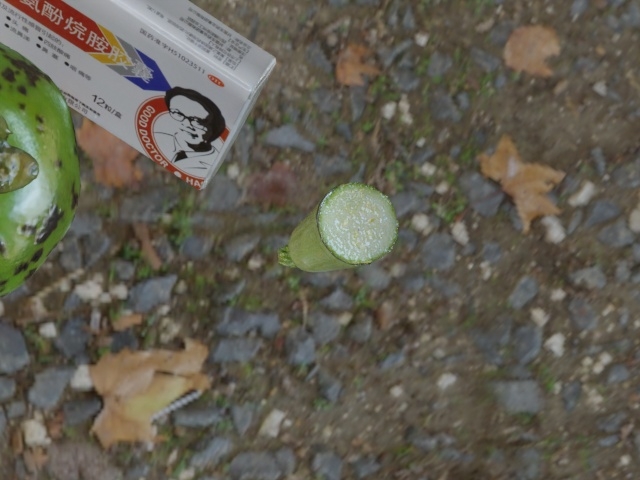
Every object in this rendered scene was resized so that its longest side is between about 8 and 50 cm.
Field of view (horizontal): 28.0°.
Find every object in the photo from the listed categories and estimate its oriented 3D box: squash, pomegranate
[{"bbox_3d":[0.000,0.000,1.480,0.094,0.224,0.094,5,78,-22],"label":"squash"},{"bbox_3d":[-0.270,-0.053,0.913,0.211,0.263,0.210,-1,93,-20],"label":"pomegranate"}]

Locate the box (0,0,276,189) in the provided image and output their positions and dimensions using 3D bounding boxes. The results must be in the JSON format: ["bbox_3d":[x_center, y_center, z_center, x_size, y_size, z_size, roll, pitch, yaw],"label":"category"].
[{"bbox_3d":[-0.239,-0.221,1.444,0.353,0.214,0.069,32,55,-3],"label":"box"}]
